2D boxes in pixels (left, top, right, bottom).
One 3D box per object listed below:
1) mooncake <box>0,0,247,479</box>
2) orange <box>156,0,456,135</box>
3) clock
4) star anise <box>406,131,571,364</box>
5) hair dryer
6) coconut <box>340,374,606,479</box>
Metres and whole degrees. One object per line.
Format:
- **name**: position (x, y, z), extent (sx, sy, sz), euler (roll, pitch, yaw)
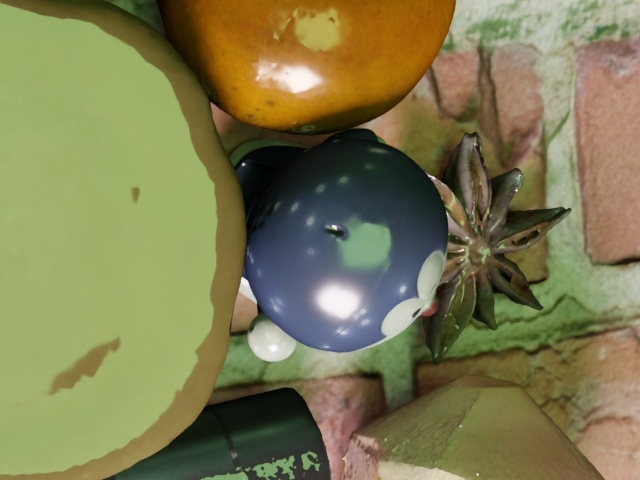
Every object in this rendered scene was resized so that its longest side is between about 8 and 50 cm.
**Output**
- **mooncake**: position (-0.246, -0.004, 1.184), extent (0.379, 0.201, 0.378), euler (-1, 94, -17)
- **orange**: position (-0.015, -0.187, 1.251), extent (0.240, 0.171, 0.240), euler (7, 59, -12)
- **clock**: position (0.000, 0.000, 1.252), extent (0.147, 0.243, 0.199), euler (28, 86, -22)
- **star anise**: position (0.120, 0.010, 1.400), extent (0.182, 0.065, 0.195), euler (19, 84, -27)
- **hair dryer**: position (-0.101, 0.287, 1.293), extent (0.244, 0.116, 0.302), euler (-14, 91, -18)
- **coconut**: position (0.116, 0.230, 1.337), extent (0.233, 0.233, 0.245), euler (11, 84, -23)
